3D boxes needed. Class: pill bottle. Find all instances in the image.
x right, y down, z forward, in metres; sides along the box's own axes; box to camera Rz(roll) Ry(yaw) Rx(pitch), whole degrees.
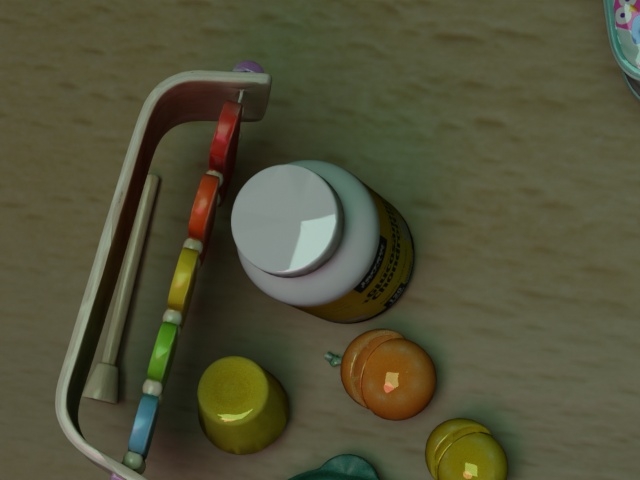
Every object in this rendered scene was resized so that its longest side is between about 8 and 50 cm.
[{"bbox_3d":[0.000,0.000,1.200,0.103,0.184,0.103,-2,81,15],"label":"pill bottle"}]

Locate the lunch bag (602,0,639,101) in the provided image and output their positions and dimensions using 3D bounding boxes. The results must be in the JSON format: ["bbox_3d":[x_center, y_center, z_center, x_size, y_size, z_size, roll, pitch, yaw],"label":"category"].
[{"bbox_3d":[0.327,-0.202,1.183,0.279,0.108,0.224,-7,82,15],"label":"lunch bag"}]

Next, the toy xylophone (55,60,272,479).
[{"bbox_3d":[-0.116,0.026,1.221,0.081,0.236,0.323,16,87,-2],"label":"toy xylophone"}]

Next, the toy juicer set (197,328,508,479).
[{"bbox_3d":[0.042,0.218,1.212,0.209,0.089,0.329,-16,68,-1],"label":"toy juicer set"}]
